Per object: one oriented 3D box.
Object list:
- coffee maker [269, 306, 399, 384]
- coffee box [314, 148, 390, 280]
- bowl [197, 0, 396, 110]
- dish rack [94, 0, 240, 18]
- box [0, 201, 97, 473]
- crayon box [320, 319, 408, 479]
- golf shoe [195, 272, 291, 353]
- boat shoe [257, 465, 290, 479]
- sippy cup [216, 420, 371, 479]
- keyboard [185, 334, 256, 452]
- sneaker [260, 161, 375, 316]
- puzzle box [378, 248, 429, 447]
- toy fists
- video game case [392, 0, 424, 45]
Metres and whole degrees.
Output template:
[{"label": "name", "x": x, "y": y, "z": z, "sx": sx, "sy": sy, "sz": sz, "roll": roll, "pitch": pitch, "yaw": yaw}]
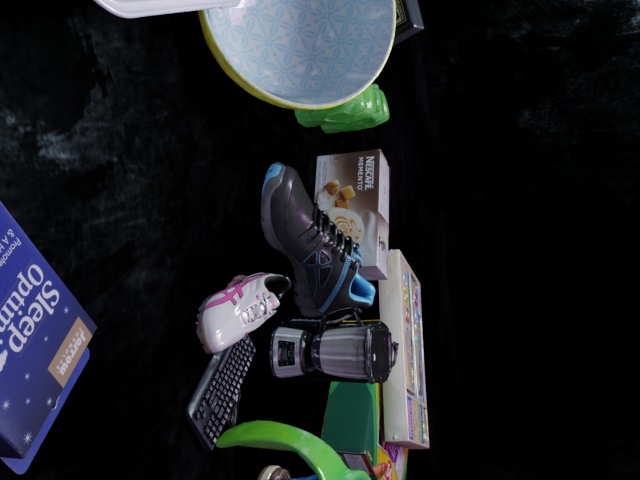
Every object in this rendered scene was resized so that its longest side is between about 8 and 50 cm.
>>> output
[{"label": "coffee maker", "x": 0.024, "y": 0.193, "z": 1.091, "sx": 0.171, "sy": 0.178, "sz": 0.120, "roll": 54, "pitch": 40, "yaw": -54}, {"label": "coffee box", "x": 0.064, "y": -0.048, "z": 1.306, "sx": 0.098, "sy": 0.141, "sz": 0.247, "roll": 45, "pitch": 46, "yaw": -62}, {"label": "bowl", "x": -0.052, "y": -0.323, "z": 0.938, "sx": 0.156, "sy": 0.289, "sz": 0.290, "roll": -179, "pitch": -95, "yaw": -66}, {"label": "dish rack", "x": -0.177, "y": -0.377, "z": 0.646, "sx": 0.286, "sy": 0.072, "sz": 0.333, "roll": 64, "pitch": 26, "yaw": -13}, {"label": "box", "x": -0.256, "y": 0.076, "z": 0.519, "sx": 0.136, "sy": 0.036, "sz": 0.225, "roll": -74, "pitch": 155, "yaw": -43}, {"label": "crayon box", "x": 0.116, "y": 0.408, "z": 1.436, "sx": 0.363, "sy": 0.106, "sz": 0.313, "roll": 68, "pitch": 26, "yaw": -43}, {"label": "golf shoe", "x": -0.103, "y": 0.089, "z": 0.876, "sx": 0.067, "sy": 0.086, "sz": 0.186, "roll": 69, "pitch": 24, "yaw": -16}, {"label": "boat shoe", "x": -0.047, "y": 0.474, "z": 0.969, "sx": 0.095, "sy": 0.095, "sz": 0.258, "roll": 19, "pitch": 69, "yaw": -70}, {"label": "sippy cup", "x": -0.063, "y": 0.379, "z": 0.742, "sx": 0.240, "sy": 0.224, "sz": 0.306, "roll": 54, "pitch": 37, "yaw": -56}, {"label": "keyboard", "x": -0.128, "y": 0.202, "z": 0.890, "sx": 0.180, "sy": 0.023, "sz": 0.108, "roll": -67, "pitch": 149, "yaw": -50}, {"label": "sneaker", "x": 0.000, "y": 0.000, "z": 1.113, "sx": 0.341, "sy": 0.139, "sz": 0.125, "roll": 67, "pitch": 29, "yaw": -42}, {"label": "puzzle box", "x": 0.190, "y": 0.252, "z": 1.457, "sx": 0.272, "sy": 0.052, "sz": 0.409, "roll": 46, "pitch": 40, "yaw": -63}, {"label": "toy fists", "x": 0.055, "y": -0.277, "z": 1.311, "sx": 0.279, "sy": 0.142, "sz": 0.096, "roll": -8, "pitch": 95, "yaw": -71}, {"label": "video game case", "x": 0.027, "y": -0.414, "z": 1.032, "sx": 0.035, "sy": 0.248, "sz": 0.275, "roll": -10, "pitch": 84, "yaw": -46}]
